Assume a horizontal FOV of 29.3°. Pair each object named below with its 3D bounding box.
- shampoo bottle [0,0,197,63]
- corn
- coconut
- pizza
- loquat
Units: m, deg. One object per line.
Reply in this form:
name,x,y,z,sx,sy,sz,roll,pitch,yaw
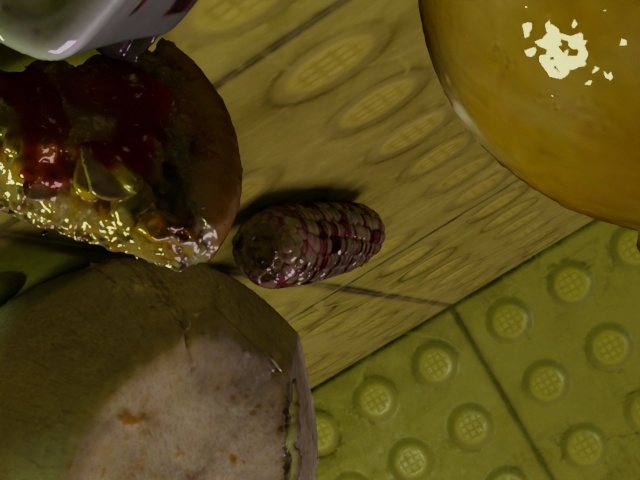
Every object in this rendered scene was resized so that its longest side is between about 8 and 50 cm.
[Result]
shampoo bottle,-0.069,-0.128,0.490,0.153,0.071,0.284,-58,-176,-2
corn,0.000,0.000,1.259,0.086,0.086,0.253,-35,168,24
coconut,-0.169,0.187,1.048,0.346,0.346,0.360,-23,-173,-30
pizza,-0.138,-0.059,0.628,0.198,0.188,0.062,-1,127,-17
loquat,0.214,-0.125,0.631,0.328,0.360,0.328,-7,157,-3
